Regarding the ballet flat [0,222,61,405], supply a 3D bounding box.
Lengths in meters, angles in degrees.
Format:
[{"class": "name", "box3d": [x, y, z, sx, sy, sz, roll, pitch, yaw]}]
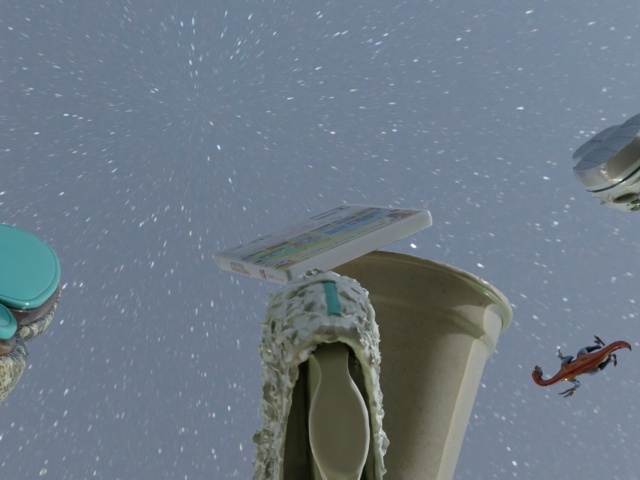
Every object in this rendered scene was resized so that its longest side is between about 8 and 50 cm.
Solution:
[{"class": "ballet flat", "box3d": [-0.357, 0.097, 0.823, 0.164, 0.483, 0.182, 26, -88, -16]}]

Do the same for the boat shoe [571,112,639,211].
[{"class": "boat shoe", "box3d": [0.285, -0.066, 0.783, 0.083, 0.226, 0.076, -41, -92, 19]}]

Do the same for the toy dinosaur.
[{"class": "toy dinosaur", "box3d": [0.262, 0.126, 0.886, 0.082, 0.090, 0.047, -20, -116, -17]}]

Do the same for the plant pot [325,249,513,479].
[{"class": "plant pot", "box3d": [0.090, 0.222, 1.224, 0.333, 0.334, 0.305, 17, -115, -10]}]

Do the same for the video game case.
[{"class": "video game case", "box3d": [0.000, 0.000, 1.141, 0.227, 0.206, 0.026, -22, -75, -28]}]

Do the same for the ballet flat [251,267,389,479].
[{"class": "ballet flat", "box3d": [0.001, 0.232, 0.795, 0.147, 0.147, 0.409, -5, -73, -7]}]
